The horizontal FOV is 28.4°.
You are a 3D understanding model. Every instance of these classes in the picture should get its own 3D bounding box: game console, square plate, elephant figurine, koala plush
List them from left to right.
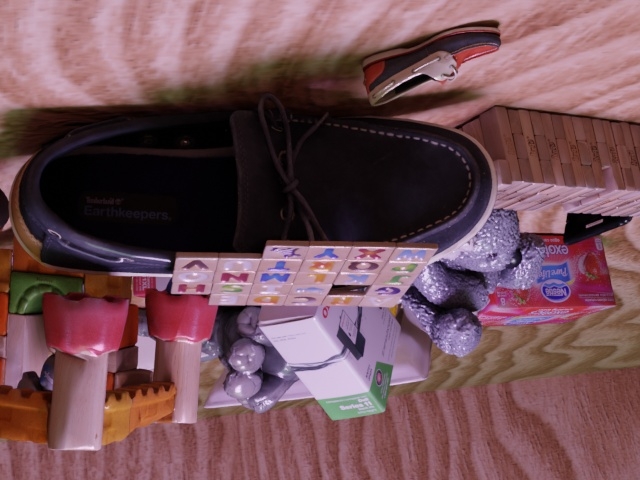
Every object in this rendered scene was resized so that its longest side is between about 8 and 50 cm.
[{"bbox_3d":[-0.125,0.125,1.816,0.186,0.169,0.239,34,177,-41],"label":"elephant figurine"},{"bbox_3d":[0.008,0.176,2.037,0.347,0.049,0.344,-9,-170,9],"label":"square plate"},{"bbox_3d":[0.176,-0.005,1.568,0.196,0.203,0.221,-45,169,-23],"label":"koala plush"},{"bbox_3d":[0.415,-0.038,1.787,0.071,0.107,0.122,33,144,-25],"label":"game console"}]

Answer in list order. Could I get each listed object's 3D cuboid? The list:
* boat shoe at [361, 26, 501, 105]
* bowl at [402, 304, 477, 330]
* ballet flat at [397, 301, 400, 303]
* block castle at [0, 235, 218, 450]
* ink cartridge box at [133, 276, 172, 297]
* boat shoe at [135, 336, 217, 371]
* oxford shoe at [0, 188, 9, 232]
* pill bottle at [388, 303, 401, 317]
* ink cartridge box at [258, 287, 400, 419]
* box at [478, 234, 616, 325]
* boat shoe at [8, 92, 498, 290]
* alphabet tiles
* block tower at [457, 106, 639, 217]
[{"bbox_3d":[0.105,-0.163,1.178,0.137,0.043,0.049,-15,162,17],"label":"boat shoe"},{"bbox_3d":[0.186,0.078,1.921,0.053,0.142,0.142,-24,-147,-32],"label":"bowl"},{"bbox_3d":[0.040,0.055,1.743,0.213,0.072,0.068,-4,162,19],"label":"ballet flat"},{"bbox_3d":[-0.366,0.091,1.424,0.453,0.212,0.303,4,180,22],"label":"block castle"},{"bbox_3d":[-0.144,0.041,1.693,0.175,0.072,0.127,-6,168,32],"label":"ink cartridge box"},{"bbox_3d":[-0.283,0.172,2.083,0.320,0.116,0.099,-8,166,-29],"label":"boat shoe"},{"bbox_3d":[-0.368,-0.057,1.207,0.098,0.096,0.271,-20,163,17],"label":"oxford shoe"},{"bbox_3d":[0.049,0.098,1.923,0.119,0.119,0.208,-15,180,21],"label":"pill bottle"},{"bbox_3d":[0.016,0.112,1.658,0.087,0.153,0.208,-12,133,28],"label":"ink cartridge box"},{"bbox_3d":[0.329,0.065,2.015,0.257,0.122,0.128,1,163,-33],"label":"box"},{"bbox_3d":[-0.059,-0.045,1.265,0.500,0.186,0.156,-1,170,-9],"label":"boat shoe"},{"bbox_3d":[-0.024,0.034,1.224,0.237,0.009,0.198,1,162,-9],"label":"alphabet tiles"},{"bbox_3d":[0.294,-0.087,1.484,0.335,0.097,0.091,0,163,-37],"label":"block tower"}]
